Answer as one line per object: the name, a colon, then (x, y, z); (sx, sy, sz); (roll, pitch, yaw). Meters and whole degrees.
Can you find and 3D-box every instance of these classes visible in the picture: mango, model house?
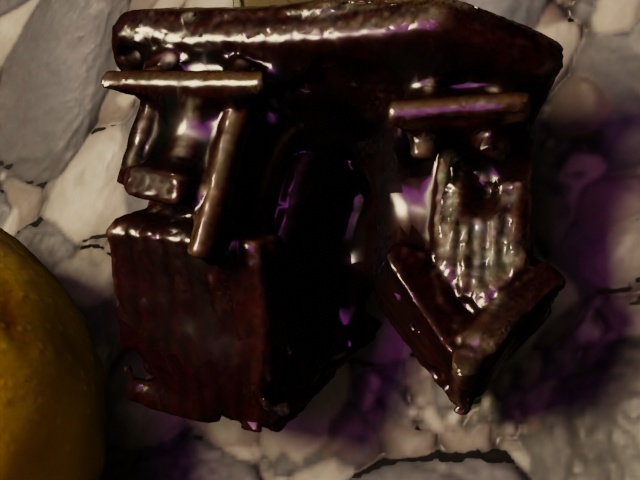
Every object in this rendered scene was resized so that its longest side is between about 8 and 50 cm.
mango: (-0.241, 0.064, 0.674); (0.329, 0.176, 0.175); (17, 123, 33)
model house: (0.001, -0.004, 0.557); (0.203, 0.141, 0.164); (-1, 62, 30)

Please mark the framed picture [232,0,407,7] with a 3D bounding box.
framed picture: (0.002, -0.127, 0.681); (0.109, 0.011, 0.149); (-21, 62, 25)
